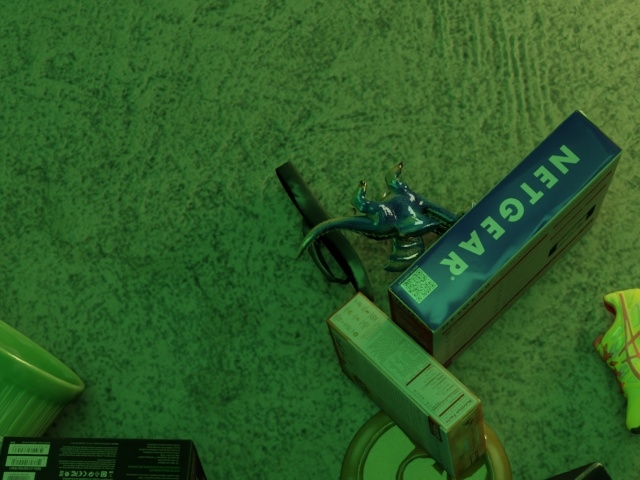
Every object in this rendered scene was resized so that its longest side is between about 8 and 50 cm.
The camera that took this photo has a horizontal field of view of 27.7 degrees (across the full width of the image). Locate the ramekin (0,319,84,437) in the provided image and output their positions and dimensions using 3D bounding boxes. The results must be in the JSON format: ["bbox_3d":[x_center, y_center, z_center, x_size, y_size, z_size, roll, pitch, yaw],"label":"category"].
[{"bbox_3d":[-0.483,0.177,1.739,0.303,0.303,0.148,32,85,14],"label":"ramekin"}]

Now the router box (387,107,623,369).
[{"bbox_3d":[0.239,0.016,1.716,0.335,0.301,0.082,-43,74,-9],"label":"router box"}]

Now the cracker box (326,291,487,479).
[{"bbox_3d":[0.115,0.192,1.718,0.067,0.156,0.232,-39,60,-15],"label":"cracker box"}]

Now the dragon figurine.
[{"bbox_3d":[0.107,-0.016,1.782,0.144,0.085,0.289,45,43,19],"label":"dragon figurine"}]

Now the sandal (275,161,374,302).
[{"bbox_3d":[0.000,0.000,1.857,0.054,0.097,0.254,-32,62,-6],"label":"sandal"}]

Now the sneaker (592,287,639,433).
[{"bbox_3d":[0.419,0.162,1.776,0.094,0.081,0.209,2,66,13],"label":"sneaker"}]

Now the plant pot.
[{"bbox_3d":[0.143,0.328,1.767,0.236,0.032,0.236,-1,73,4],"label":"plant pot"}]

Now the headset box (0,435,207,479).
[{"bbox_3d":[-0.267,0.368,1.670,0.246,0.283,0.131,1,57,5],"label":"headset box"}]

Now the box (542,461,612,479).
[{"bbox_3d":[0.175,0.450,1.477,0.293,0.395,0.212,-31,85,-31],"label":"box"}]
